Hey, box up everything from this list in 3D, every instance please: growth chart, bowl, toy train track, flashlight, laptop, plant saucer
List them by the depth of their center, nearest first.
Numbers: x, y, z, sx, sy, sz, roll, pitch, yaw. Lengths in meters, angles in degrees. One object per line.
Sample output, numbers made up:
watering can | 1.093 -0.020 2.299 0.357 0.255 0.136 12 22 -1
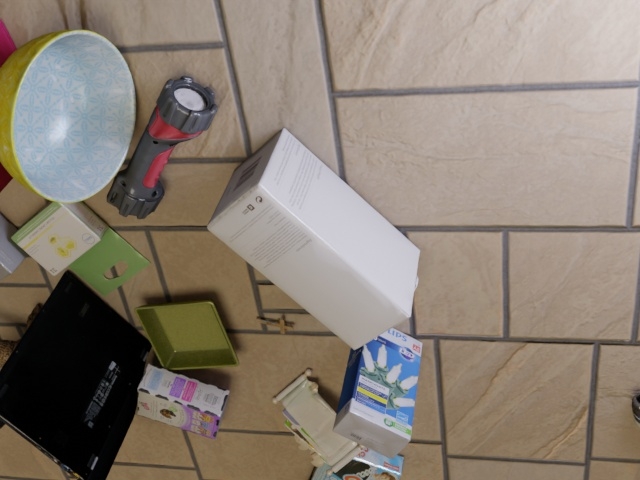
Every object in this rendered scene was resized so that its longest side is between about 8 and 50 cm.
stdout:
bowl | -0.466 -0.219 1.451 0.156 0.289 0.290 14 131 25
flashlight | -0.287 -0.158 1.558 0.103 0.103 0.304 45 132 11
toy train track | -0.096 0.175 1.818 0.083 0.014 0.048 12 136 11
laptop | -0.535 0.361 1.828 0.236 0.382 0.408 -29 116 30
plant saucer | -0.283 0.197 1.858 0.188 0.045 0.188 -5 125 18
growth chart | -0.009 0.418 1.935 0.172 0.021 0.237 -38 91 36

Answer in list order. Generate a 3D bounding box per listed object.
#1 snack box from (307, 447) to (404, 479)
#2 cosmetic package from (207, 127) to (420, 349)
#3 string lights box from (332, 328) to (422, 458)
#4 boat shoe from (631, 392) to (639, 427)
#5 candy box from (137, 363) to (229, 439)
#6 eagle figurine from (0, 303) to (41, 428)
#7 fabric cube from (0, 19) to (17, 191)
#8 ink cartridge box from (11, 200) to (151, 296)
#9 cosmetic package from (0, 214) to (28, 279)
snack box | 0.063 0.609 2.084 0.187 0.060 0.322 19 129 -1
cosmetic package | 0.000 0.000 1.544 0.365 0.197 0.155 43 125 -18
string lights box | 0.117 0.287 1.694 0.133 0.260 0.077 27 129 -9
boat shoe | 0.739 0.334 1.697 0.227 0.081 0.069 -8 129 22
candy box | -0.317 0.372 1.957 0.196 0.070 0.165 19 147 -1
eagle figurine | -0.704 0.288 1.929 0.225 0.226 0.298 47 113 22
fabric cube | -0.679 -0.215 1.498 0.258 0.258 0.254 -3 125 16
ink cartridge box | -0.495 0.021 1.769 0.171 0.056 0.235 -32 112 31
cosmetic package | -0.741 0.042 1.812 0.238 0.107 0.127 -27 114 33
